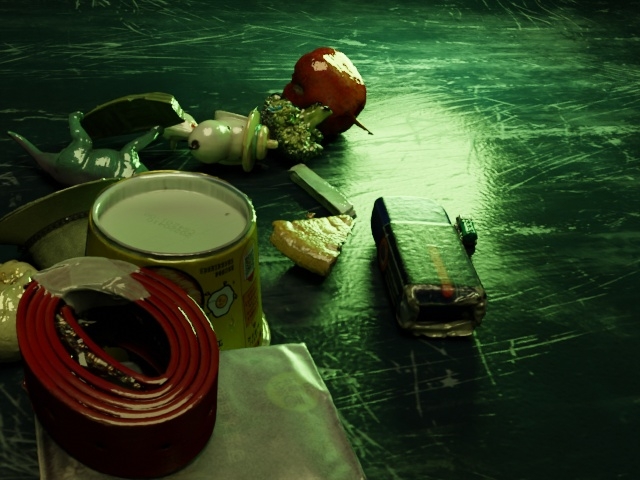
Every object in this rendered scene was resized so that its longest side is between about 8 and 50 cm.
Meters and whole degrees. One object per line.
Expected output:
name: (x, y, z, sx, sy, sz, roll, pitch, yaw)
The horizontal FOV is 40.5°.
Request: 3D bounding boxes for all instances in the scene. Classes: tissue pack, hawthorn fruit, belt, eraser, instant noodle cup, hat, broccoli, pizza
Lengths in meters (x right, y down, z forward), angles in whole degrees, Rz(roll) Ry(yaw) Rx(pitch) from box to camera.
tissue pack: (-0.168, 0.284, 1.153, 0.394, 0.124, 0.288, -5, 37, -18)
hawthorn fruit: (0.031, -0.325, 2.054, 0.243, 0.207, 0.207, 39, 39, 2)
belt: (-0.261, 0.148, 1.114, 0.227, 0.115, 0.324, -23, 50, -33)
eraser: (0.194, 0.040, 1.605, 0.155, 0.102, 0.332, 2, 35, -10)
instant noodle cup: (-0.232, 0.056, 1.364, 0.325, 0.254, 0.325, 5, 33, -3)
hat: (-0.420, 0.004, 1.486, 0.257, 0.257, 0.130, -19, 82, -34)
broccoli: (-0.052, -0.261, 1.946, 0.160, 0.154, 0.167, -37, 35, 1)
pizza: (0.001, 0.002, 1.658, 0.154, 0.069, 0.194, 27, 32, 27)

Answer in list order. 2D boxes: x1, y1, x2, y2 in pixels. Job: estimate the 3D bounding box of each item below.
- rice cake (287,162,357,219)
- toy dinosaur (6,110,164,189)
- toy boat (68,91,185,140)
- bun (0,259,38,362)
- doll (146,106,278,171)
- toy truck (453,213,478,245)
rice cake: (0.002, -0.102, 1.838, 0.043, 0.034, 0.211, -24, 45, -25)
toy dinosaur: (-0.448, -0.108, 1.719, 0.383, 0.129, 0.331, 1, 43, -8)
toy boat: (-0.415, -0.268, 1.866, 0.293, 0.093, 0.055, -7, 48, 28)
bun: (-0.493, 0.102, 1.371, 0.164, 0.111, 0.188, 7, 37, 5)
doll: (-0.244, -0.246, 1.912, 0.208, 0.144, 0.271, -4, 22, -38)
toy truck: (0.297, -0.022, 1.769, 0.039, 0.044, 0.083, 6, 34, -8)
